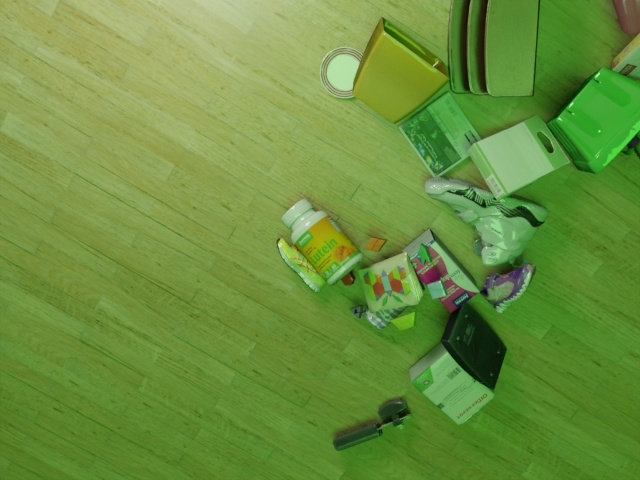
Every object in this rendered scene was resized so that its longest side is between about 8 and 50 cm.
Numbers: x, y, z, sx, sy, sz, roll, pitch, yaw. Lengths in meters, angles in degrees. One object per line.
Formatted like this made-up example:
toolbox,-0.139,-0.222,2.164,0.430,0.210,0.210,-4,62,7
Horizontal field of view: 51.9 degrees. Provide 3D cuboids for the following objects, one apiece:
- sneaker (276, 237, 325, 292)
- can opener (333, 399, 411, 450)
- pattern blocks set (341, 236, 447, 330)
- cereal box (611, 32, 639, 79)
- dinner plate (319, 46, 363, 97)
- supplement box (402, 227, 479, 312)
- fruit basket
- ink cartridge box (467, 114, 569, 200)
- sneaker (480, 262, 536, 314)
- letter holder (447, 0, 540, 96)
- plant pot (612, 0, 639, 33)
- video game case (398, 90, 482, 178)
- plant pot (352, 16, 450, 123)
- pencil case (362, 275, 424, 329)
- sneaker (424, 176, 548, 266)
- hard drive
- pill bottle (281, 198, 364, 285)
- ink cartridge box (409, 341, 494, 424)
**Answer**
sneaker,-0.048,0.058,2.003,0.094,0.081,0.208,-42,107,6
can opener,0.170,0.614,2.169,0.281,0.074,0.093,-28,69,9
pattern blocks set,0.200,0.128,1.934,0.325,0.026,0.285,-33,82,33
cereal box,0.923,-0.473,1.731,0.240,0.173,0.047,12,75,0
dinner plate,0.068,-0.474,1.857,0.141,0.017,0.141,1,108,2
supplement box,0.359,0.090,1.965,0.111,0.114,0.220,-41,102,14
fruit basket,0.803,-0.271,1.695,0.392,0.392,0.283,37,105,-8
ink cartridge box,0.554,-0.234,1.839,0.235,0.056,0.171,-25,78,-19
sneaker,0.545,0.129,1.938,0.105,0.095,0.236,37,148,9
letter holder,0.453,-0.539,1.747,0.215,0.152,0.301,0,107,5
plant pot,0.834,-0.639,1.681,0.202,0.201,0.180,-16,121,8
video game case,0.349,-0.301,1.892,0.173,0.022,0.190,-35,103,12
plant pot,0.196,-0.443,1.761,0.212,0.212,0.187,33,115,-13
pencil case,0.227,0.182,2.014,0.088,0.086,0.206,39,106,-12
sneaker,0.456,-0.049,1.902,0.366,0.137,0.210,15,105,-5
hard drive,0.465,0.319,1.995,0.054,0.172,0.254,-14,129,47
pill bottle,0.000,0.000,1.927,0.136,0.136,0.245,-43,82,14
ink cartridge box,0.415,0.450,2.082,0.219,0.092,0.160,43,105,-11
